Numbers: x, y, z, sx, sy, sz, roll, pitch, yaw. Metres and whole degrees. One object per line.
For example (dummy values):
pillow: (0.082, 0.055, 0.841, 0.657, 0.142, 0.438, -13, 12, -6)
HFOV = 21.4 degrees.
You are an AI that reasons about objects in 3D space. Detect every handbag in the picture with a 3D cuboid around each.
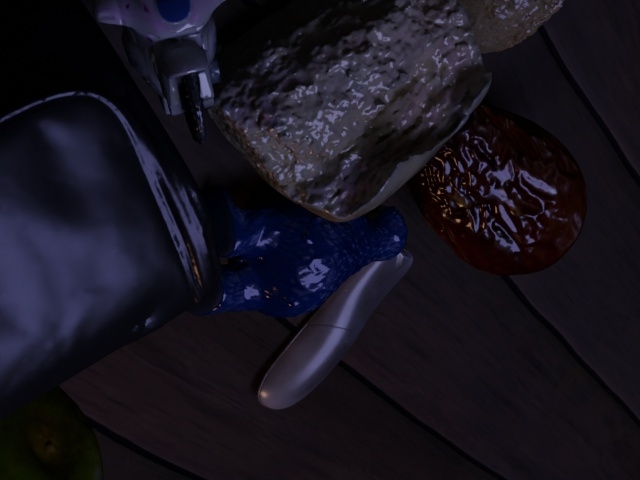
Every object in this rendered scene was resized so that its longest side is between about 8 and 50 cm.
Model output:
handbag: (-0.237, -0.020, 1.145, 0.302, 0.275, 0.178, -30, 157, -22)

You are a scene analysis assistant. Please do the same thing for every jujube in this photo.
jujube: (0.168, -0.063, 1.680, 0.168, 0.168, 0.236, -43, 133, 1)

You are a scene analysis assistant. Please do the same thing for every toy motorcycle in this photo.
toy motorcycle: (-0.112, -0.168, 1.185, 0.102, 0.221, 0.150, -15, 120, -8)

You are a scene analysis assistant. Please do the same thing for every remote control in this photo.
remote control: (0.018, 0.098, 1.810, 0.229, 0.044, 0.073, -48, 146, 10)

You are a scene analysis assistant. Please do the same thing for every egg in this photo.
egg: (0.155, -0.232, 1.493, 0.118, 0.116, 0.140, 18, 121, -31)

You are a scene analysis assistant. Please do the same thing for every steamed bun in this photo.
steamed bun: (0.036, -0.127, 1.434, 0.225, 0.170, 0.200, -41, 144, -6)

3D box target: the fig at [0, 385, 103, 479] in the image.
fig: (-0.330, 0.229, 1.473, 0.275, 0.206, 0.206, -30, 155, 24)

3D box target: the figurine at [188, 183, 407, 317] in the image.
figurine: (-0.006, 0.007, 1.596, 0.262, 0.121, 0.164, -21, 140, -35)
